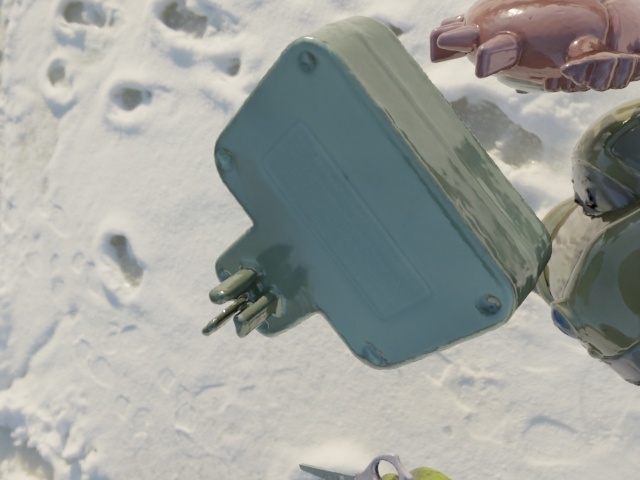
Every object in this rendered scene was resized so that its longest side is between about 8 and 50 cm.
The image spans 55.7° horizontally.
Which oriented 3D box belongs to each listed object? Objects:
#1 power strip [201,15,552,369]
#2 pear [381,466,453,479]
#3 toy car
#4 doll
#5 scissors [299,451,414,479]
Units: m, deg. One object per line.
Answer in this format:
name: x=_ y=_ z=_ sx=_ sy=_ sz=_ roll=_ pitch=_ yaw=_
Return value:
power strip: x=0.000 y=0.000 z=0.472 sx=0.229 sy=0.141 sz=0.261 roll=52 pitch=138 yaw=-1
pear: x=0.206 y=0.605 z=1.254 sx=0.292 sy=0.159 sz=0.292 roll=23 pitch=122 yaw=43
toy car: x=0.344 y=-0.054 z=0.630 sx=0.226 sy=0.242 sz=0.336 roll=41 pitch=103 yaw=-1
doll: x=0.204 y=-0.177 z=0.526 sx=0.211 sy=0.262 sz=0.093 roll=-2 pitch=120 yaw=-2
scissors: x=0.039 y=0.302 z=0.755 sx=0.189 sy=0.015 sz=0.100 roll=-4 pitch=86 yaw=46
